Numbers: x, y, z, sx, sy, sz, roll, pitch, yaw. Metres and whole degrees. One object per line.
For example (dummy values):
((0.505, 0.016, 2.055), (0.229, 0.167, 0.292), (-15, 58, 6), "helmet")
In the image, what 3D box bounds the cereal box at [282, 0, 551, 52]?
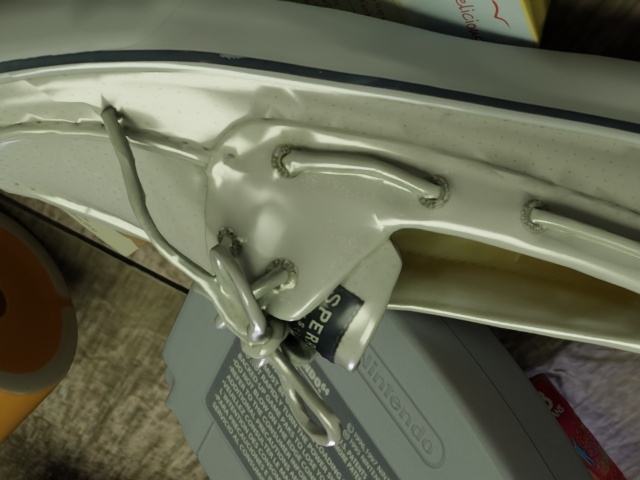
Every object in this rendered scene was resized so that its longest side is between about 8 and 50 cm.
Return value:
((-0.041, -0.141, 0.516), (0.240, 0.047, 0.173), (-4, 136, 27), "cereal box")

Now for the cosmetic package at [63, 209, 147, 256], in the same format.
((-0.088, -0.041, 0.657), (0.060, 0.041, 0.115), (39, 138, -18), "cosmetic package")

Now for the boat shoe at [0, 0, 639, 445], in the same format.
((0.001, 0.003, 0.520), (0.367, 0.156, 0.136), (8, 160, -2), "boat shoe")

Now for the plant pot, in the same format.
((-0.258, 0.074, 0.764), (0.188, 0.205, 0.205), (-30, 119, 27), "plant pot")

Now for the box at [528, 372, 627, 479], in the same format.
((0.063, 0.201, 0.769), (0.122, 0.128, 0.257), (53, 138, 4), "box")

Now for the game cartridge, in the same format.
((0.028, 0.115, 0.625), (0.297, 0.062, 0.198), (53, 131, 28), "game cartridge")
